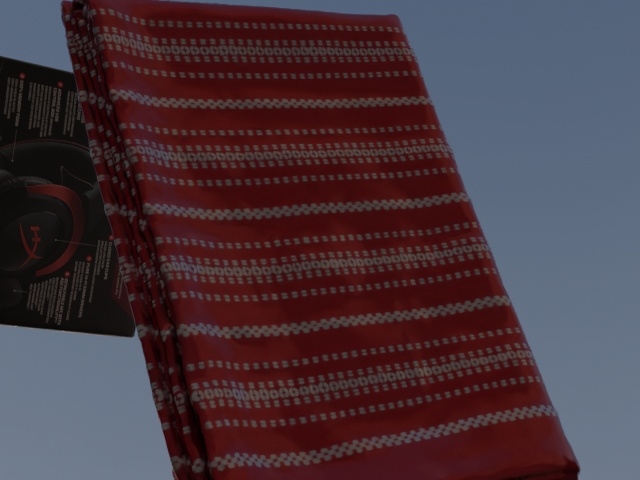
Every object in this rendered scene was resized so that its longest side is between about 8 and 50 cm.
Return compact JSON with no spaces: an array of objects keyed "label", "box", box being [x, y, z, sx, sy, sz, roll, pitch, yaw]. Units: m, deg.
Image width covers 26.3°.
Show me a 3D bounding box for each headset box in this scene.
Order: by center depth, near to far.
[{"label":"headset box","box":[-0.265,-0.037,1.149,0.293,0.110,0.218,9,-93,-38]}]

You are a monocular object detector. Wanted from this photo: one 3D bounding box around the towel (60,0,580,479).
[{"label":"towel","box":[0.000,0.000,0.629,0.198,0.275,0.031,-1,-30,-32]}]
